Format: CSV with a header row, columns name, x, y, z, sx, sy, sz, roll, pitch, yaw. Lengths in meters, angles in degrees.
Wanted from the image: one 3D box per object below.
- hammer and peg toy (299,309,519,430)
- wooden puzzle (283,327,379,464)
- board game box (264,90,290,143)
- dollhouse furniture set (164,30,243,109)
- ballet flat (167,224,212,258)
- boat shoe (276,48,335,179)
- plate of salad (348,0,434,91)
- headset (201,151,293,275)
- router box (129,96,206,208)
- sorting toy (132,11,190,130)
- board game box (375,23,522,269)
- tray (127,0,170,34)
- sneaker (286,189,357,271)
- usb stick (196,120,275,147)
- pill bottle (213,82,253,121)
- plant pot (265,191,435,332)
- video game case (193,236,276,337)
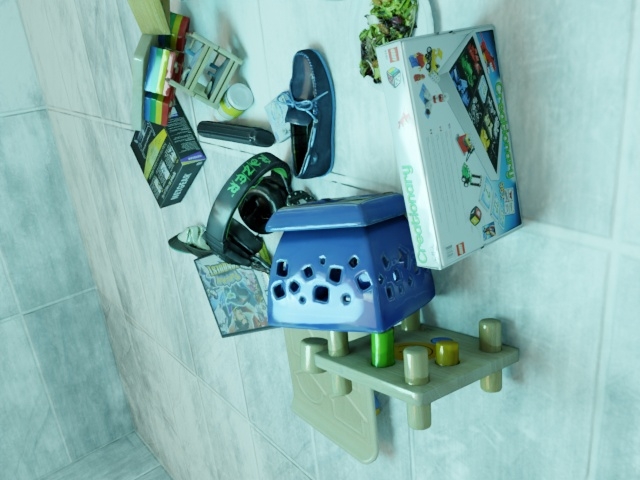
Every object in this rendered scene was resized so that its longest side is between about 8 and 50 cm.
name,x,y,z,sx,sy,sz,roll,pitch,yaw
hammer and peg toy,0.132,0.191,1.034,0.361,0.266,0.127,7,104,52
wooden puzzle,0.032,0.315,1.405,0.322,0.080,0.348,19,118,48
board game box,-0.083,-0.271,1.281,0.090,0.020,0.090,-18,94,56
dollhouse furniture set,-0.288,-0.406,1.374,0.129,0.129,0.183,-61,27,7
ballet flat,-0.369,0.009,1.786,0.280,0.095,0.096,22,116,35
boat shoe,-0.025,-0.244,1.151,0.109,0.089,0.258,15,120,50
plate of salad,0.105,-0.342,0.954,0.200,0.048,0.200,30,131,42
headset,-0.140,-0.025,1.338,0.185,0.243,0.394,34,152,13
router box,-0.474,-0.272,1.774,0.309,0.081,0.243,-38,76,55
sorting toy,-0.401,-0.447,1.476,0.255,0.089,0.257,120,161,-56
board game box,0.191,-0.135,0.817,0.053,0.193,0.305,5,111,53
tray,-0.359,-0.584,1.139,0.411,0.076,0.203,165,103,-81
sneaker,0.000,0.000,1.273,0.234,0.078,0.106,51,149,26
usb stick,-0.213,-0.262,1.421,0.278,0.077,0.045,19,96,48
pill bottle,-0.215,-0.327,1.393,0.116,0.065,0.065,-16,95,56
plant pot,0.049,0.029,1.039,0.236,0.236,0.212,-4,98,33
video game case,-0.223,0.139,1.624,0.274,0.035,0.248,-17,95,39
